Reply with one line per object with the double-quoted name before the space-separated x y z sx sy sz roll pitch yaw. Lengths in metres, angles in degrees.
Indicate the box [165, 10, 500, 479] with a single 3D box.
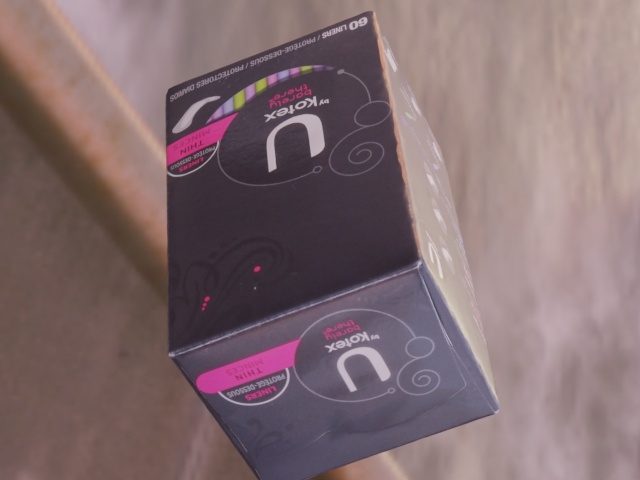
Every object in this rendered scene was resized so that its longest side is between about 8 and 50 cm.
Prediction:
"box" 0.000 0.000 1.082 0.270 0.165 0.143 -98 163 -50
